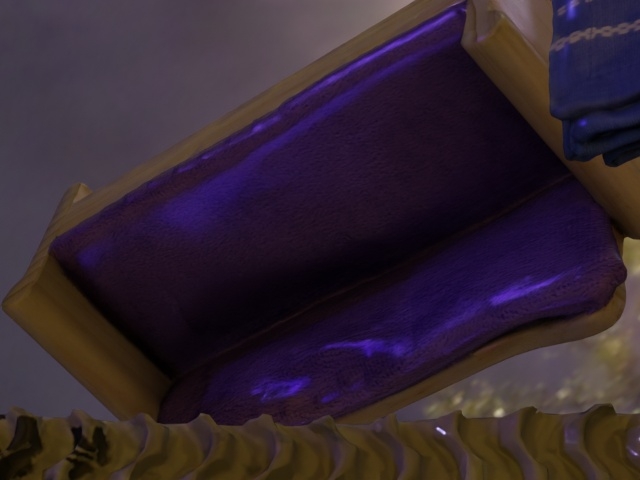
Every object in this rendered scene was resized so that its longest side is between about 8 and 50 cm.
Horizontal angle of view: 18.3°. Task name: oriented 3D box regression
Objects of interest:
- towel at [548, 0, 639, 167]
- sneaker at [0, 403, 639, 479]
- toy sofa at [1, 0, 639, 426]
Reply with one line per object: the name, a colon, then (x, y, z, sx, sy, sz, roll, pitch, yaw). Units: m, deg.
towel: (0.183, -0.205, 0.769, 0.040, 0.243, 0.336, 32, -134, -41)
sneaker: (0.012, 0.105, 0.429, 0.293, 0.146, 0.102, 7, -118, 0)
toy sofa: (0.000, 0.000, 1.091, 0.150, 0.362, 0.177, 47, -145, -23)
